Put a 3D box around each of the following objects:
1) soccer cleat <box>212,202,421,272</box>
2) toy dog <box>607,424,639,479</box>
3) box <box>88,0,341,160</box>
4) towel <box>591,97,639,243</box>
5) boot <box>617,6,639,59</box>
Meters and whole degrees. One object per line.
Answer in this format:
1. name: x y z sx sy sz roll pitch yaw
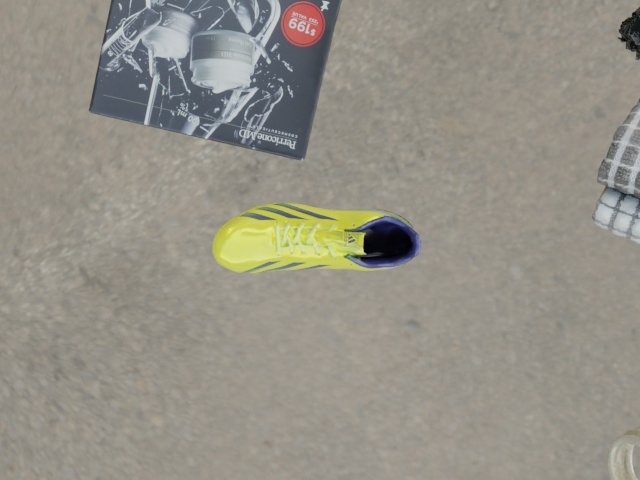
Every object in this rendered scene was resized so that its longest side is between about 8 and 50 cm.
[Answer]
1. soccer cleat: 0.000 -0.001 1.400 0.289 0.121 0.093 -2 98 -25
2. toy dog: 0.417 0.308 0.957 0.161 0.334 0.220 1 100 -24
3. box: -0.161 -0.318 1.655 0.343 0.179 0.312 12 99 -9
4. towel: 0.402 -0.090 0.938 0.235 0.121 0.283 20 48 25
5. boot: 0.490 -0.298 1.482 0.121 0.045 0.099 -42 99 6
